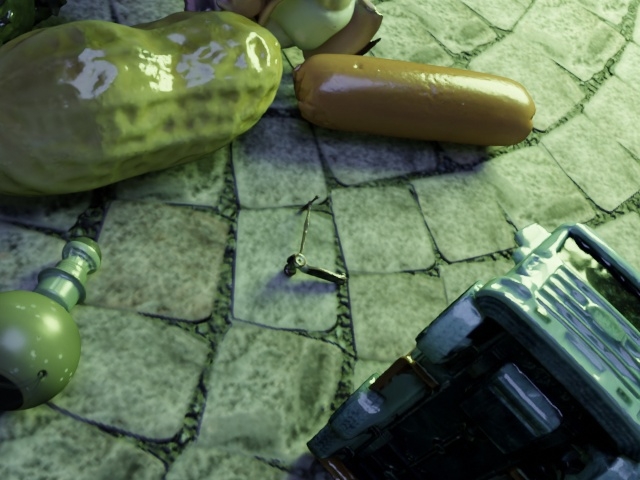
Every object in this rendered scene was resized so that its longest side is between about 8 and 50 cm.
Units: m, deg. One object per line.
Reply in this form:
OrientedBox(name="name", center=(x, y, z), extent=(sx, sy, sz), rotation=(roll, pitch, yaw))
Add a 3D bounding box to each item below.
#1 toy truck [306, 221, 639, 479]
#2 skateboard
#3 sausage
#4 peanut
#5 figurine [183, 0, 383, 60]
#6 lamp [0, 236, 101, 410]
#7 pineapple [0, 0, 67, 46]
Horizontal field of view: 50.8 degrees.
OrientedBox(name="toy truck", center=(0.117, 0.114, 0.484), extent=(0.136, 0.305, 0.162), rotation=(46, 53, 11))
OrientedBox(name="skateboard", center=(0.000, 0.000, 0.672), extent=(0.064, 0.032, 0.083), rotation=(17, 59, -19))
OrientedBox(name="sausage", center=(0.109, -0.156, 0.760), extent=(0.289, 0.086, 0.086), rotation=(4, 60, -17))
OrientedBox(name="peanut", center=(-0.173, -0.135, 0.623), extent=(0.313, 0.152, 0.152), rotation=(-17, 68, -27))
OrientedBox(name="figurine", center=(-0.069, -0.381, 0.764), extent=(0.211, 0.253, 0.361), rotation=(18, 53, -61))
OrientedBox(name="lamp", center=(-0.223, 0.055, 0.543), extent=(0.091, 0.091, 0.163), rotation=(21, 43, -5))
OrientedBox(name="pineapple", center=(-0.338, -0.326, 0.660), extent=(0.223, 0.223, 0.357), rotation=(-17, 82, -25))
